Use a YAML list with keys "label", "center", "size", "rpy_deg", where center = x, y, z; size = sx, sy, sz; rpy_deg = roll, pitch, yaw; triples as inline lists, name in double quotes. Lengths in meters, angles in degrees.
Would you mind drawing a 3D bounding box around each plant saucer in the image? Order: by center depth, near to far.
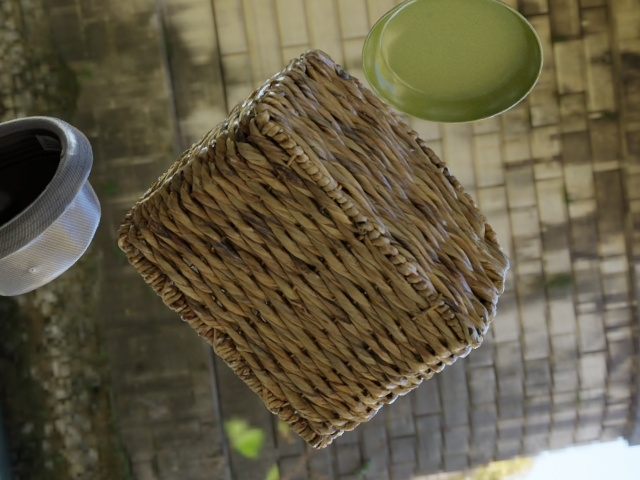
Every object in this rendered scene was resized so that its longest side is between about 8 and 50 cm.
- label: "plant saucer"
  center: [0.176, -0.252, 1.557]
  size: [0.241, 0.241, 0.037]
  rpy_deg: [85, 9, -53]

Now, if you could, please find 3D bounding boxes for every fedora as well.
- label: "fedora"
  center: [-0.362, -0.021, 1.324]
  size: [0.243, 0.275, 0.124]
  rpy_deg: [-102, 166, -48]

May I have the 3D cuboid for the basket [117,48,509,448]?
- label: "basket"
  center: [0.000, 0.000, 1.101]
  size: [0.299, 0.223, 0.213]
  rpy_deg: [45, 32, -10]
